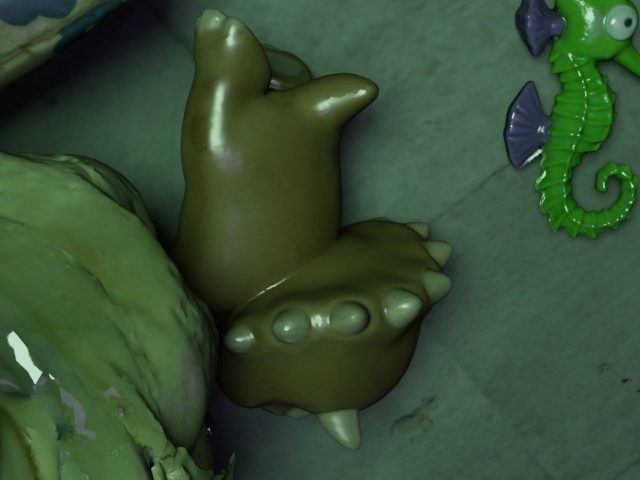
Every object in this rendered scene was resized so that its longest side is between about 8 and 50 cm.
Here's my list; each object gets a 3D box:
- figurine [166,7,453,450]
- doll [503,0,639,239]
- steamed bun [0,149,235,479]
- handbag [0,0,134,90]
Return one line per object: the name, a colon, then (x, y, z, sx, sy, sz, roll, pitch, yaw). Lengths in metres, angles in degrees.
figurine: (0.000, 0.003, 0.606, 0.173, 0.177, 0.247, 13, 96, 12)
doll: (0.185, -0.094, 0.660, 0.115, 0.050, 0.190, 6, 105, 2)
steamed bun: (-0.193, 0.082, 0.466, 0.280, 0.207, 0.268, -8, 79, 3)
handbag: (-0.220, -0.166, 0.544, 0.251, 0.193, 0.190, -28, 106, 4)
